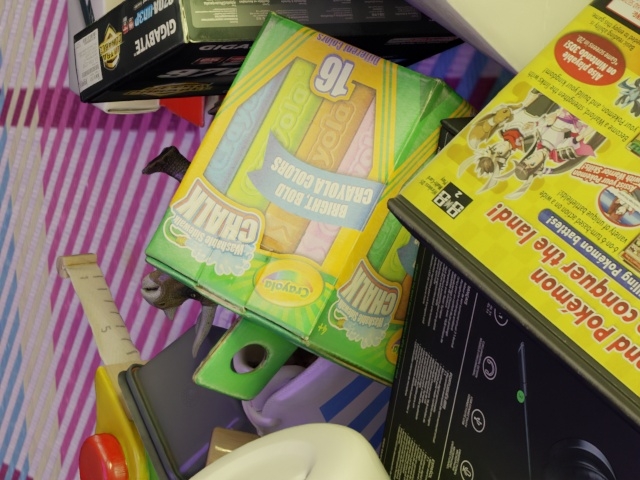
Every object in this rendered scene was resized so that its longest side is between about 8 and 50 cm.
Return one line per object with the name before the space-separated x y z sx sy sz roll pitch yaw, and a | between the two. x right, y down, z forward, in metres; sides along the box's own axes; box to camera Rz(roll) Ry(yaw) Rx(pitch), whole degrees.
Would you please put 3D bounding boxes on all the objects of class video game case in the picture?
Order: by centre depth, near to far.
video game case | 0.191 -0.036 0.806 0.248 0.035 0.275 -45 41 -1

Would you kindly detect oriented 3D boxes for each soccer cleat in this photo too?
soccer cleat | -0.004 0.120 1.233 0.116 0.143 0.331 -124 40 -52

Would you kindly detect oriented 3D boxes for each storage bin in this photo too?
storage bin | -0.089 0.139 1.466 0.091 0.098 0.135 -43 53 23

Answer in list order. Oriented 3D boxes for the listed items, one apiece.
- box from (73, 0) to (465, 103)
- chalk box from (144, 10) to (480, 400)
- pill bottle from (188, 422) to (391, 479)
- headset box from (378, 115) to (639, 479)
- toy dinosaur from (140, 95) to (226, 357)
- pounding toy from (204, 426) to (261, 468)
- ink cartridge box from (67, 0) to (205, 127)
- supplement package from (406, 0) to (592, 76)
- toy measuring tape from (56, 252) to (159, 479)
box | -0.028 -0.135 1.155 0.175 0.220 0.051 -16 81 60
chalk box | 0.000 0.000 1.039 0.132 0.132 0.213 26 89 32
pill bottle | 0.017 0.246 1.002 0.146 0.146 0.264 6 127 61
headset box | 0.167 0.096 0.937 0.283 0.131 0.246 41 130 51
toy dinosaur | -0.028 -0.024 1.307 0.313 0.121 0.160 -13 118 51
pounding toy | -0.040 0.230 1.165 0.181 0.094 0.206 96 -179 -84
ink cartridge box | -0.161 -0.244 1.518 0.239 0.060 0.275 -148 57 -65
supplement package | 0.049 -0.245 0.975 0.177 0.175 0.293 -51 40 3
toy measuring tape | -0.178 0.157 1.598 0.330 0.121 0.121 58 142 38
